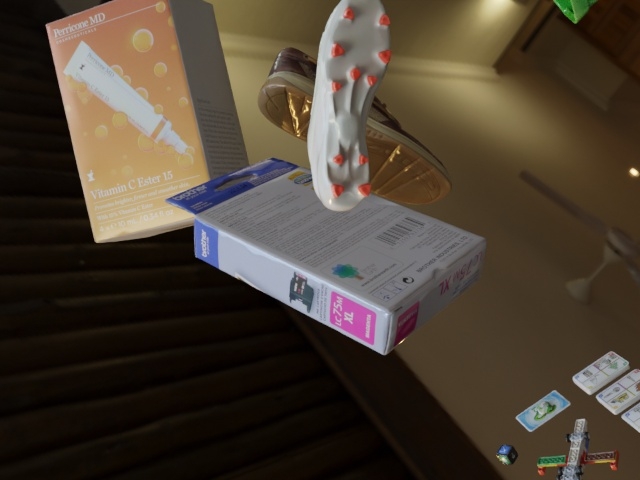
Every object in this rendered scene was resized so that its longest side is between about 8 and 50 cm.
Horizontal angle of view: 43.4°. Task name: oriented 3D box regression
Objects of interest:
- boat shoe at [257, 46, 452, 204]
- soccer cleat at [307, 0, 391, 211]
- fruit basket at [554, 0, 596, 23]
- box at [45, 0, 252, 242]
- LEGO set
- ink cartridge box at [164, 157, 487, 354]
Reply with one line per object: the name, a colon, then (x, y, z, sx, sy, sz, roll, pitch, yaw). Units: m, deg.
boat shoe: (0.067, -0.178, 1.230, 0.342, 0.123, 0.123, 28, -127, -19)
soccer cleat: (0.019, -0.125, 0.729, 0.068, 0.196, 0.076, 3, -173, -22)
fruit basket: (0.367, -0.591, 1.498, 0.392, 0.392, 0.283, 14, -142, -30)
box: (-0.257, -0.189, 1.258, 0.168, 0.215, 0.345, -13, -90, -72)
LEGO set: (0.382, 0.277, 1.164, 0.060, 0.244, 0.182, 58, 176, -20)
ink cartridge box: (0.000, 0.000, 0.880, 0.311, 0.065, 0.186, 26, -143, 30)
